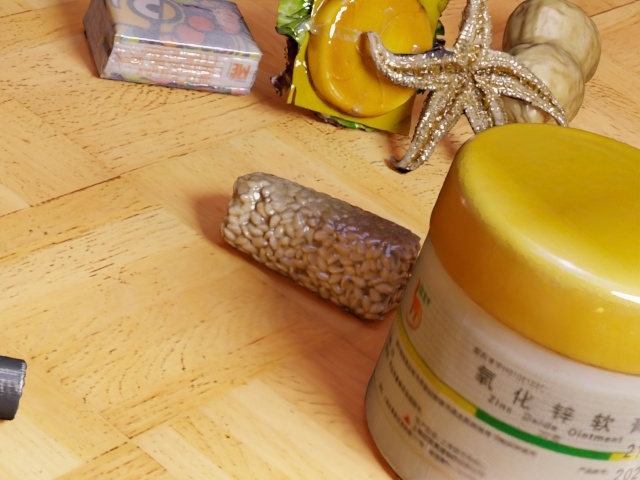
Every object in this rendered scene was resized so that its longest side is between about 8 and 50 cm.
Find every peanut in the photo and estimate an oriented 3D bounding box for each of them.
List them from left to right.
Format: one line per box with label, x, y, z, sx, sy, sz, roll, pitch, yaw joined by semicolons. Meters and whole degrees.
peanut;0.226;-0.178;1.974;0.117;0.101;0.263;58;29;-18

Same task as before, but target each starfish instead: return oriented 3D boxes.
starfish;0.140;-0.157;1.814;0.213;0.238;0.057;2;-1;-24

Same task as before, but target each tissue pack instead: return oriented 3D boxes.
tissue pack;-0.141;-0.191;1.825;0.148;0.060;0.109;6;34;-22

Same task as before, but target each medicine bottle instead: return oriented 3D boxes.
medicine bottle;0.175;0.069;1.424;0.237;0.232;0.238;15;30;-8

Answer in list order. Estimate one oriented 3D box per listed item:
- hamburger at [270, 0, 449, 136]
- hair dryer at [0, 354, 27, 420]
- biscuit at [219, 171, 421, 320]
hamburger;0.030;-0.186;1.832;0.189;0.164;0.093;27;-1;-35
hair dryer;-0.295;0.050;1.368;0.173;0.050;0.195;14;27;-16
biscuit;0.000;0.000;1.595;0.168;0.070;0.082;26;22;15
